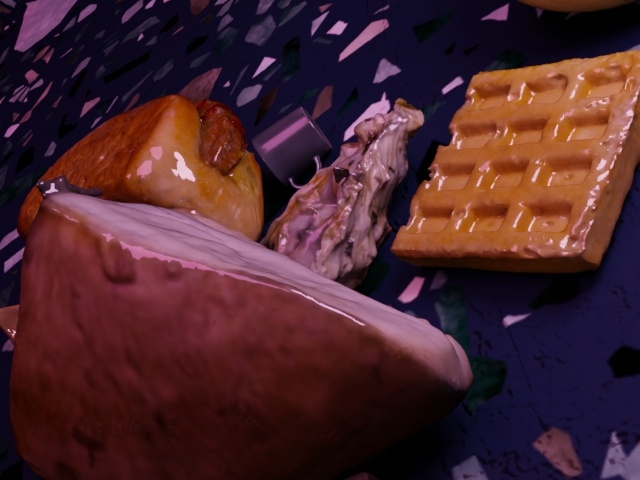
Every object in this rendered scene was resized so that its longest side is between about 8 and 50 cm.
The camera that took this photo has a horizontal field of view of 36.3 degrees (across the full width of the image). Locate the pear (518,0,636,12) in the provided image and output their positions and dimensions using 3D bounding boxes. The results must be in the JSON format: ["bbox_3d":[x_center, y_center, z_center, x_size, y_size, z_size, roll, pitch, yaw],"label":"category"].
[{"bbox_3d":[0.274,-0.397,1.004,0.309,0.309,0.309,-28,38,25],"label":"pear"}]

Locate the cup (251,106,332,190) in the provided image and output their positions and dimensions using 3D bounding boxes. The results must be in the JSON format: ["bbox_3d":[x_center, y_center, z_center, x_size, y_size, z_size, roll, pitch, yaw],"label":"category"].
[{"bbox_3d":[-0.029,-0.112,1.235,0.077,0.078,0.100,-36,69,8],"label":"cup"}]

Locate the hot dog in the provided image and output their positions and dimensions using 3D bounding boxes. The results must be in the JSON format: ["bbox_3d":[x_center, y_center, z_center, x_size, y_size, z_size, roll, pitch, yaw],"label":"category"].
[{"bbox_3d":[-0.209,-0.067,1.244,0.405,0.185,0.223,-11,40,50],"label":"hot dog"}]

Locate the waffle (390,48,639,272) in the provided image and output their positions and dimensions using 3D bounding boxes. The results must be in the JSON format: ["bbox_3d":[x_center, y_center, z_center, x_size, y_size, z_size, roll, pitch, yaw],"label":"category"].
[{"bbox_3d":[0.205,-0.075,0.955,0.221,0.055,0.248,2,56,47],"label":"waffle"}]

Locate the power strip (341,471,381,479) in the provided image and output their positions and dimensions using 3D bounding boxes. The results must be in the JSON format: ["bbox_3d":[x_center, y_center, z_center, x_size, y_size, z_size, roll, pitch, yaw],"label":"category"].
[{"bbox_3d":[-0.016,0.272,0.842,0.288,0.053,0.093,-27,38,25],"label":"power strip"}]

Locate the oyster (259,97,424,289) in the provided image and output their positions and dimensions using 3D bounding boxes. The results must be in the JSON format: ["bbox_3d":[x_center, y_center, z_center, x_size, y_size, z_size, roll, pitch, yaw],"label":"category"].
[{"bbox_3d":[0.003,0.002,1.071,0.354,0.107,0.201,-51,13,14],"label":"oyster"}]

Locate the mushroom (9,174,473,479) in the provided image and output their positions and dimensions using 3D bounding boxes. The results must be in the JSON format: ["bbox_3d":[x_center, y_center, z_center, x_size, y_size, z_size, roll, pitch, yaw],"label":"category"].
[{"bbox_3d":[-0.081,0.142,0.872,0.397,0.224,0.314,17,97,29],"label":"mushroom"}]

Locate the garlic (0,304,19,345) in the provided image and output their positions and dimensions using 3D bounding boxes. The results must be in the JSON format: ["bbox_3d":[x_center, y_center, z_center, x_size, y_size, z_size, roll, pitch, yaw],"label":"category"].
[{"bbox_3d":[-0.280,0.110,1.173,0.151,0.196,0.338,-52,10,-4],"label":"garlic"}]
